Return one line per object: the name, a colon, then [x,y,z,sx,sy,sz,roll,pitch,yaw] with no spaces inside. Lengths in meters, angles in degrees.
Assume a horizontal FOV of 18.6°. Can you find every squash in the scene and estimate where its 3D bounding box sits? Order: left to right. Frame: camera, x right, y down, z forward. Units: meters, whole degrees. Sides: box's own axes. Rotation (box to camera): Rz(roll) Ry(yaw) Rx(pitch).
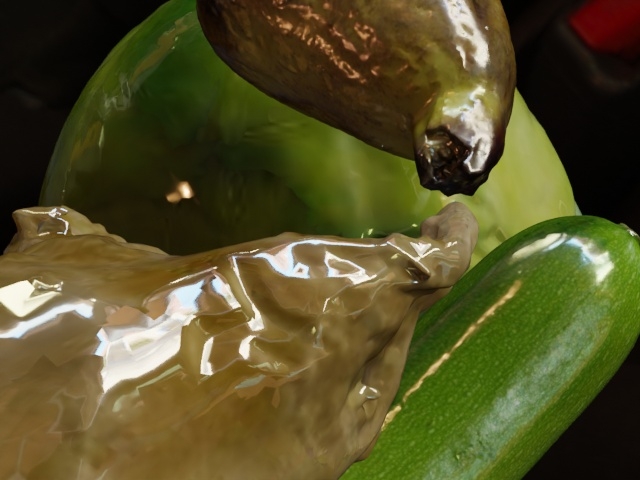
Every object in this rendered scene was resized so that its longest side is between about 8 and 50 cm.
squash: [0.023,0.126,0.953,0.101,0.101,0.379,40,76,24]

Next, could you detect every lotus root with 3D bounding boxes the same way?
lotus root: [0.022,-0.082,0.765,0.191,0.094,0.108,45,138,35]

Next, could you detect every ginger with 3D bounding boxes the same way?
ginger: [-0.087,0.059,0.477,0.270,0.123,0.219,-23,55,-25]

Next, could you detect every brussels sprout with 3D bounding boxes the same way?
brussels sprout: [0.000,0.000,1.154,0.344,0.268,0.344,5,107,17]
